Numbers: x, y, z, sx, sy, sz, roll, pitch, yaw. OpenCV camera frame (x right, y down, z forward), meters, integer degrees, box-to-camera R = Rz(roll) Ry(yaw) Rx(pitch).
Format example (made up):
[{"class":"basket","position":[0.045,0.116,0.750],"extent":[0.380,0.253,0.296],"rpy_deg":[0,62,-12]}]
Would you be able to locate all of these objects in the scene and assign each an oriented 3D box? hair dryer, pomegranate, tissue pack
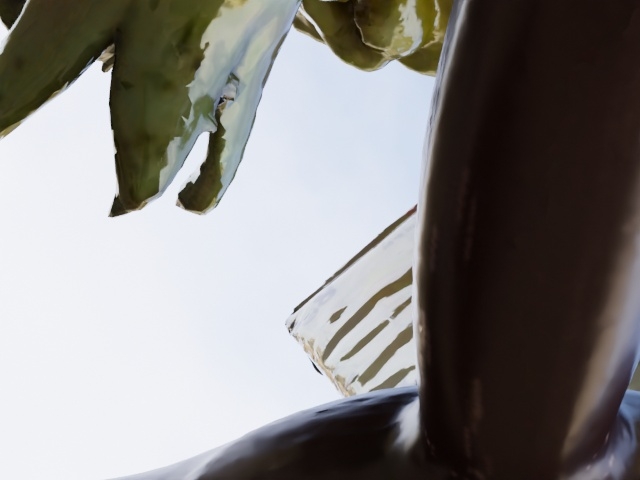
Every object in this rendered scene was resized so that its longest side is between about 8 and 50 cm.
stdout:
[{"class":"hair dryer","position":[0.000,0.000,0.412],"extent":[0.312,0.123,0.340],"rpy_deg":[5,-58,-1]},{"class":"pomegranate","position":[0.004,-0.164,0.556],"extent":[0.260,0.260,0.341],"rpy_deg":[33,-74,31]},{"class":"tissue pack","position":[0.127,0.069,1.383],"extent":[0.125,0.242,0.344],"rpy_deg":[51,-2,-23]}]

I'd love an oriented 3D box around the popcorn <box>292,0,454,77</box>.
[{"class":"popcorn","position":[0.046,-0.169,0.801],"extent":[0.226,0.200,0.203],"rpy_deg":[41,-8,24]}]
